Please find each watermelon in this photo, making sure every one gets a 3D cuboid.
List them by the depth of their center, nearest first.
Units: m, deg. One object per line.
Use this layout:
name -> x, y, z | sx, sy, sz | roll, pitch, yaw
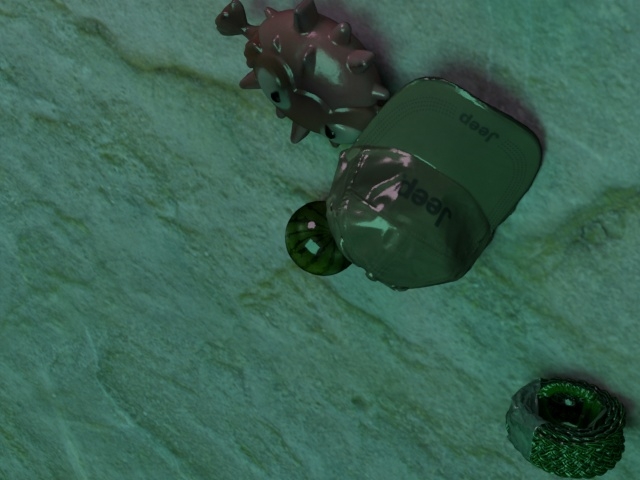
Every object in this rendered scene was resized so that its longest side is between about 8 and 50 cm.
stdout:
watermelon -> 0.002, -0.004, 2.224 | 0.109, 0.109, 0.109 | 22, 130, 28

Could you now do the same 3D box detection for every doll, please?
doll -> -0.015, -0.206, 2.096 | 0.262, 0.093, 0.211 | 36, 144, 7

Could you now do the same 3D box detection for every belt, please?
belt -> 0.296, 0.217, 2.105 | 0.151, 0.121, 0.079 | 19, 131, 36

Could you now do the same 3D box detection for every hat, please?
hat -> 0.124, -0.056, 2.020 | 0.214, 0.149, 0.244 | 28, 147, -3
